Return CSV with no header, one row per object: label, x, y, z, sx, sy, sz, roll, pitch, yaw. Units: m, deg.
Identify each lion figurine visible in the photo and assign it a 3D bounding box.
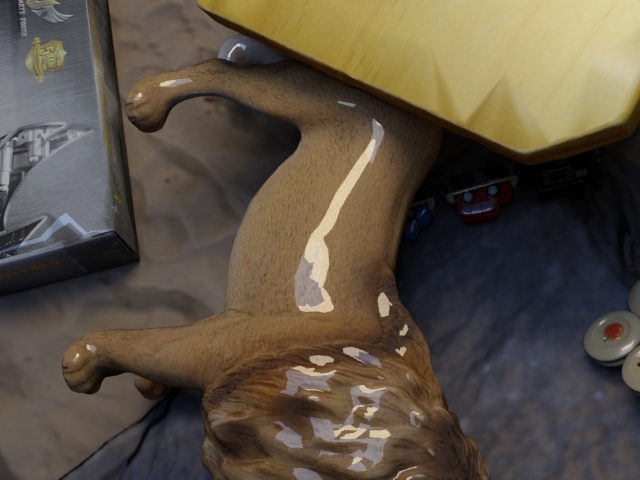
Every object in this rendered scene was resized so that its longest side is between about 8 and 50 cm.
lion figurine,0.000,0.000,0.824,0.240,0.142,0.392,2,78,27

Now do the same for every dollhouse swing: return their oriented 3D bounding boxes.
dollhouse swing,0.139,-0.223,0.882,0.347,0.315,0.305,27,102,22

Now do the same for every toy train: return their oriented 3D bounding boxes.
toy train,0.099,-0.028,0.893,0.158,0.027,0.036,-15,76,8

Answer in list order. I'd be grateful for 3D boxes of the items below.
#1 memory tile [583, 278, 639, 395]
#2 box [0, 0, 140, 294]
memory tile,0.224,0.055,0.798,0.113,0.012,0.148,-41,38,-6
box,-0.228,-0.076,0.976,0.183,0.056,0.231,-14,66,9
